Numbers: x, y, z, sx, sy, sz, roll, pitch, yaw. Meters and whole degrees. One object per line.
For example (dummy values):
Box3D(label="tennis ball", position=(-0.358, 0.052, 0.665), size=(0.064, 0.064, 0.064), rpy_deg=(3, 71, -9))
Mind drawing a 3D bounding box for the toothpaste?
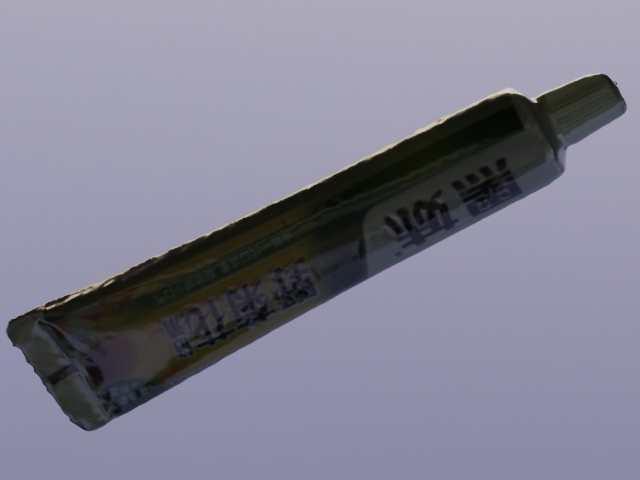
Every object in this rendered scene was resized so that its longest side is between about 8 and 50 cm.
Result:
Box3D(label="toothpaste", position=(0.000, 0.000, 0.547), size=(0.204, 0.049, 0.031), rpy_deg=(-27, -154, 11))
